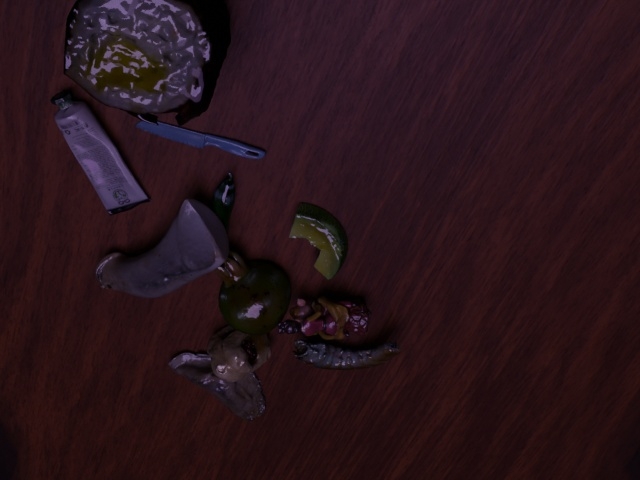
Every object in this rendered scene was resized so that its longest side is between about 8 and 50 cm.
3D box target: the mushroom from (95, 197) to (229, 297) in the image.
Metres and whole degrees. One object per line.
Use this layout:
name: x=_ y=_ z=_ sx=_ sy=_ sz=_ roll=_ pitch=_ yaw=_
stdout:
mushroom: x=-0.402 y=0.053 z=1.824 sx=0.397 sy=0.126 sz=0.177 roll=-30 pitch=95 yaw=28

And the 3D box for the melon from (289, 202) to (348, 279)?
melon: x=0.000 y=0.000 z=1.830 sx=0.118 sy=0.064 sz=0.209 roll=-34 pitch=112 yaw=27

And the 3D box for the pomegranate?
pomegranate: x=-0.172 y=0.137 z=1.866 sx=0.190 sy=0.159 sz=0.241 roll=-1 pitch=119 yaw=1

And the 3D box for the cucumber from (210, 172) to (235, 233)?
cucumber: x=-0.246 y=-0.067 z=1.806 sx=0.056 sy=0.056 sz=0.250 roll=12 pitch=123 yaw=-5

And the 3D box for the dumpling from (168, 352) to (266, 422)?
dumpling: x=-0.269 y=0.418 z=2.089 sx=0.332 sy=0.086 sz=0.166 roll=38 pitch=119 yaw=-23

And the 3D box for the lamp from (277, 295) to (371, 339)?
lamp: x=0.004 y=0.201 z=1.900 sx=0.253 sy=0.118 sz=0.118 roll=-2 pitch=123 yaw=-13

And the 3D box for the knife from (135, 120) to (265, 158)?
knife: x=-0.283 y=-0.238 z=1.725 sx=0.313 sy=0.019 sz=0.044 roll=15 pitch=124 yaw=-4

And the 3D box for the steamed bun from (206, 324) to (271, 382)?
steamed bun: x=-0.230 y=0.308 z=1.958 sx=0.172 sy=0.155 sz=0.141 roll=-30 pitch=96 yaw=14

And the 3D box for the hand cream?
hand cream: x=-0.532 y=-0.202 z=1.738 sx=0.121 sy=0.076 sz=0.336 roll=-12 pitch=127 yaw=16

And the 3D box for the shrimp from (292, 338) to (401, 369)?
shrimp: x=0.082 y=0.316 z=1.976 sx=0.287 sy=0.068 sz=0.185 roll=0 pitch=158 yaw=17

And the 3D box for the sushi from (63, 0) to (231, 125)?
sushi: x=-0.328 y=-0.402 z=1.462 sx=0.299 sy=0.294 sz=0.281 roll=32 pitch=115 yaw=-17
